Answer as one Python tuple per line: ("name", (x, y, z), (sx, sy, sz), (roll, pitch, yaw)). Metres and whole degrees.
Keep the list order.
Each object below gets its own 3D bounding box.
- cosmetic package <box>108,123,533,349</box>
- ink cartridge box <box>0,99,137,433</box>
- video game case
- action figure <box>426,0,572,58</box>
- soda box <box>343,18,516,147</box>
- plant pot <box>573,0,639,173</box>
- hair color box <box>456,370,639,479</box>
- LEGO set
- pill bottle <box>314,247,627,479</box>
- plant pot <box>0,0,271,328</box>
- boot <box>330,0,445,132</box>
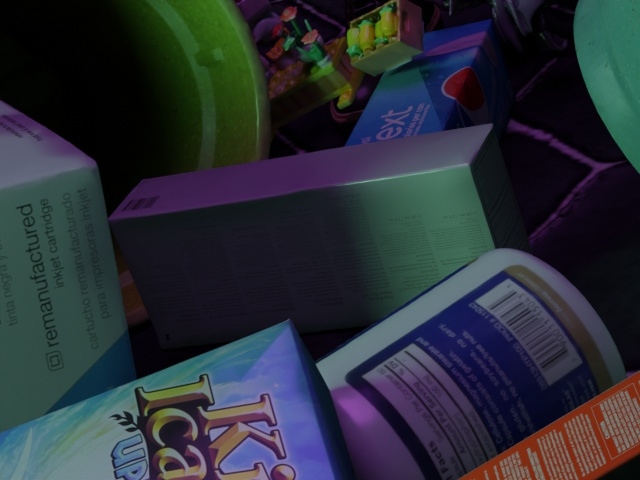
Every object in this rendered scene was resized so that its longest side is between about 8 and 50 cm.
("cosmetic package", (0.000, 0.000, 1.103), (0.239, 0.099, 0.060), (-7, 25, 25))
("ink cartridge box", (-0.261, 0.060, 0.992), (0.270, 0.198, 0.197), (-17, 21, -22))
("video game case", (-0.086, 0.184, 0.711), (0.244, 0.061, 0.269), (-21, 48, 2))
("action figure", (0.203, -0.194, 1.341), (0.285, 0.099, 0.185), (-4, 29, 31))
("soda box", (0.074, -0.073, 1.230), (0.071, 0.067, 0.210), (-10, 27, 22))
("plant pot", (0.262, -0.118, 0.977), (0.196, 0.293, 0.293), (-37, 11, 38))
("hair color box", (0.098, 0.108, 0.697), (0.141, 0.072, 0.043), (-33, 31, 13))
("LEGO set", (-0.048, -0.144, 1.313), (0.132, 0.107, 0.287), (-49, 23, -12))
("pill bottle", (0.042, 0.094, 0.860), (0.187, 0.112, 0.112), (-31, 27, -23))
("plant pot", (-0.214, -0.078, 1.270), (0.276, 0.276, 0.254), (-32, 16, -25))
("boot", (0.032, -0.179, 1.396), (0.077, 0.137, 0.198), (-11, 27, 18))
